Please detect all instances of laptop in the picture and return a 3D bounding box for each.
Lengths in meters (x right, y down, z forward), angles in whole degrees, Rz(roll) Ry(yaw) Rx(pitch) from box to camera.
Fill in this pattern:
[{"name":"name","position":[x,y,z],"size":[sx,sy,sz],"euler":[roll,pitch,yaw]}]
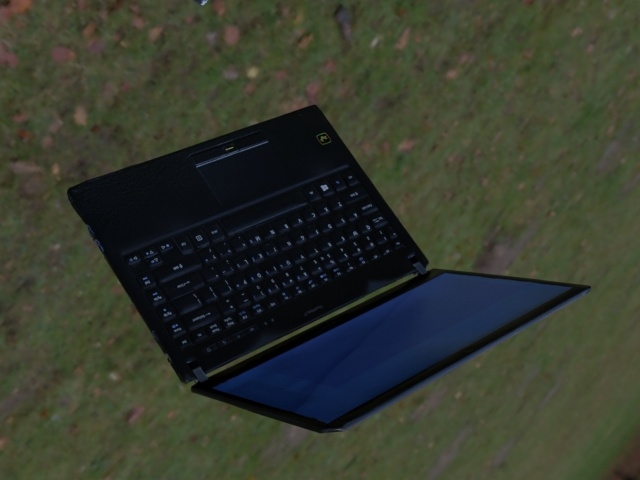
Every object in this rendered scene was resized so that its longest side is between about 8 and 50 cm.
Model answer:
[{"name":"laptop","position":[0.000,0.000,0.761],"size":[0.234,0.264,0.136],"euler":[-23,160,-35]}]

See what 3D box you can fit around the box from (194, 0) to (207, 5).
[{"name":"box","position":[-0.065,-0.258,0.454],"size":[0.261,0.184,0.103],"euler":[-57,-176,48]}]
